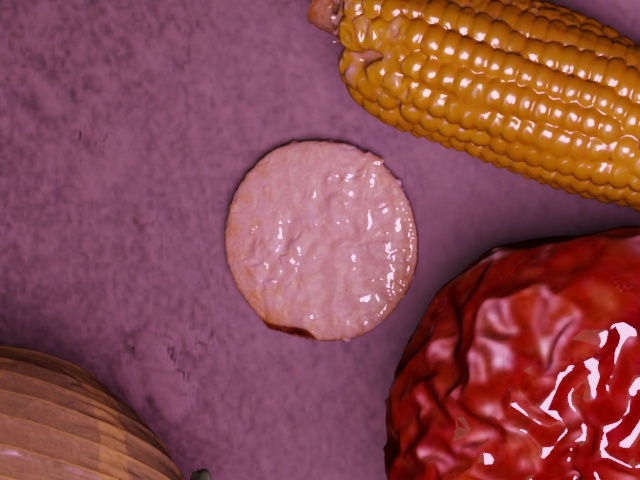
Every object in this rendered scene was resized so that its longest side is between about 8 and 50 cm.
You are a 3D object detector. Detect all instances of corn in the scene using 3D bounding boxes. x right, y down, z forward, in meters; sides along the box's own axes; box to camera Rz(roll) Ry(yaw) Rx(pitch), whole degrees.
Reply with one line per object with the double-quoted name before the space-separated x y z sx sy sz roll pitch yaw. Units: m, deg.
"corn" 0.115 -0.079 0.991 0.262 0.097 0.097 22 100 12

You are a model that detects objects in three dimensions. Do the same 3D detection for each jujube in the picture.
"jujube" 0.135 0.110 0.946 0.213 0.213 0.232 -5 91 19

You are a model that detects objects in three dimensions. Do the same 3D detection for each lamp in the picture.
"lamp" -0.187 0.199 1.018 0.250 0.250 0.284 1 64 19

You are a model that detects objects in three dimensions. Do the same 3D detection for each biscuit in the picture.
"biscuit" 0.000 0.000 1.076 0.120 0.015 0.120 1 94 19
